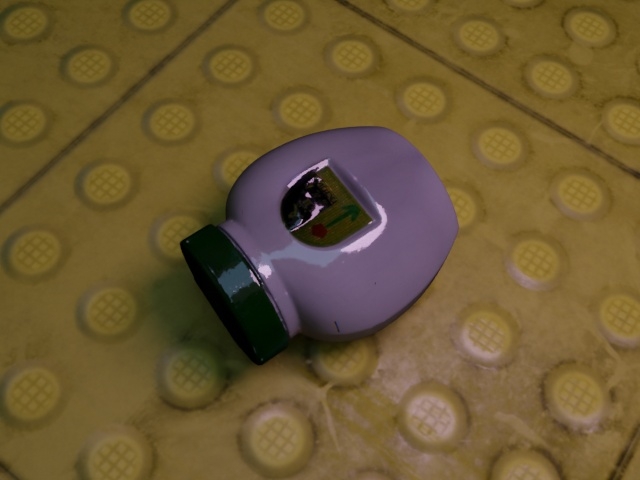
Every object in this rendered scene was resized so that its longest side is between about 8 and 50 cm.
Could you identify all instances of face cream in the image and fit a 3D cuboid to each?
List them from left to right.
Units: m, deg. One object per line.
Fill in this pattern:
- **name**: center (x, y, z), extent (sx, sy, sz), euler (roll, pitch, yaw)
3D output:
- **face cream**: center (0.000, 0.000, 1.071), extent (0.357, 0.219, 0.312), euler (-33, 72, -15)
